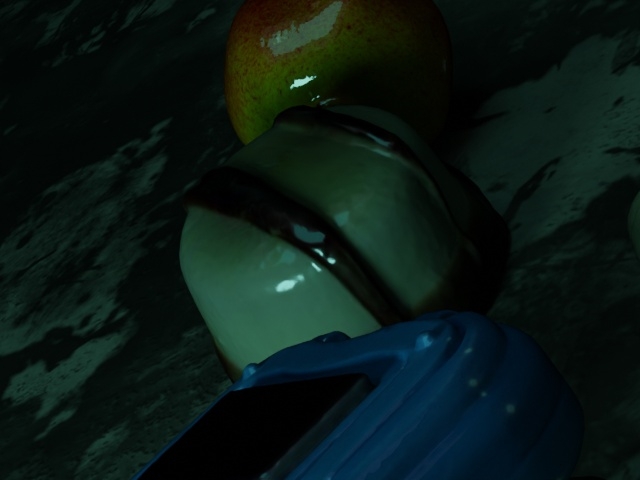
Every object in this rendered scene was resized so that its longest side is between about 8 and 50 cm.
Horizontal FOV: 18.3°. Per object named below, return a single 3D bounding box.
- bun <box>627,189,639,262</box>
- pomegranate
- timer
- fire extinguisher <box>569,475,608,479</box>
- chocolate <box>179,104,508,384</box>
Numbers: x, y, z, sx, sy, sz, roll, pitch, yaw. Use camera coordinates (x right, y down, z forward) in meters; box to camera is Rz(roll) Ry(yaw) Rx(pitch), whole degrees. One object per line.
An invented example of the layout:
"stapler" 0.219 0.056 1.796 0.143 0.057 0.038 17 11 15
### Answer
"bun" 0.283 0.004 1.243 0.113 0.166 0.173 -52 -22 19
"pomegranate" 0.016 -0.142 1.838 0.221 0.221 0.257 -26 32 24
"timer" -0.025 0.165 1.129 0.309 0.115 0.340 -42 13 -28
"fire extinguisher" 0.166 0.219 1.212 0.062 0.050 0.177 7 36 2
"chocolate" 0.000 0.000 1.636 0.283 0.186 0.283 -30 25 16
